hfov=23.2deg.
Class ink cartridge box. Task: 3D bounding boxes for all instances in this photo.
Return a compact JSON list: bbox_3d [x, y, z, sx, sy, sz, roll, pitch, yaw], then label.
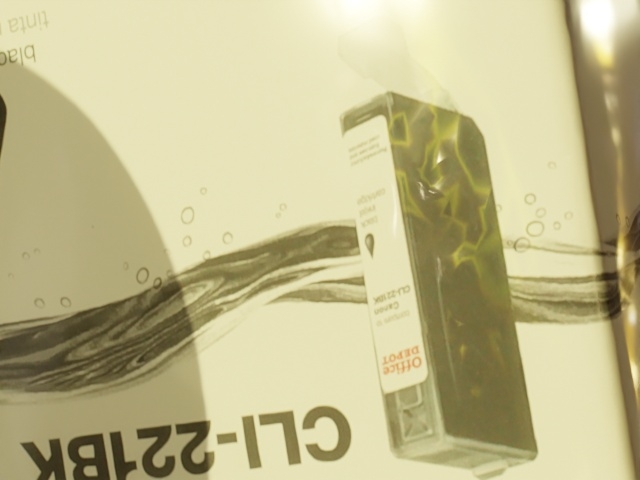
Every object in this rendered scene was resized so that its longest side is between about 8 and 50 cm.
[{"bbox_3d":[0.000,0.000,0.469,0.114,0.197,0.272,-6,-94,-66],"label":"ink cartridge box"}]
